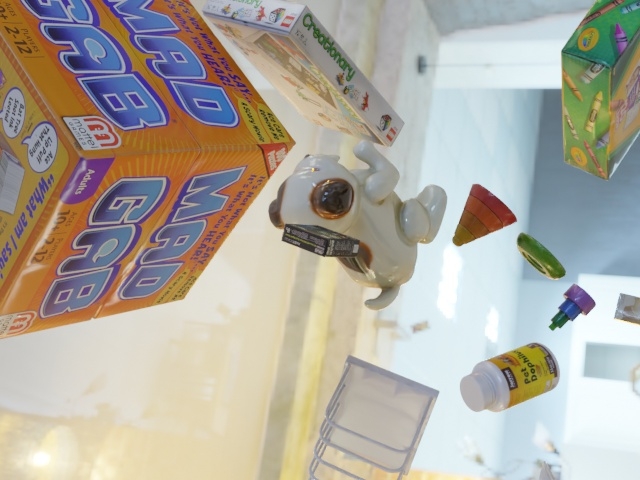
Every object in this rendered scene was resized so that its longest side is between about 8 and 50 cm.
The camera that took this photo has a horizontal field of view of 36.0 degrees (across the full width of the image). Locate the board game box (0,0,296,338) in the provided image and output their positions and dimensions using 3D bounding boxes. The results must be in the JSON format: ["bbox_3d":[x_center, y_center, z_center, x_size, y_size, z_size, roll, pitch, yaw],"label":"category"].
[{"bbox_3d":[-0.333,-0.130,1.372,0.356,0.356,0.356,-10,-33,-48],"label":"board game box"}]

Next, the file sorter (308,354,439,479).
[{"bbox_3d":[0.092,0.406,1.956,0.173,0.193,0.277,-59,-14,-45],"label":"file sorter"}]

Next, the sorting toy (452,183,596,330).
[{"bbox_3d":[0.403,0.050,2.026,0.126,0.365,0.127,-45,8,-3],"label":"sorting toy"}]

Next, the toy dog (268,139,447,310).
[{"bbox_3d":[0.059,-0.055,2.422,0.408,0.285,0.395,30,-112,-41],"label":"toy dog"}]

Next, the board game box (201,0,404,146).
[{"bbox_3d":[-0.021,-0.258,1.490,0.053,0.193,0.305,-59,-41,-9],"label":"board game box"}]

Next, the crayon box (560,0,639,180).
[{"bbox_3d":[0.433,-0.237,1.460,0.165,0.081,0.278,-53,-29,-17],"label":"crayon box"}]

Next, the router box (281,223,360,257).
[{"bbox_3d":[0.000,0.000,1.886,0.092,0.122,0.038,1,-76,-47],"label":"router box"}]

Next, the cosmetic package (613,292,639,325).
[{"bbox_3d":[0.676,0.151,2.056,0.041,0.115,0.060,31,-108,-73],"label":"cosmetic package"}]

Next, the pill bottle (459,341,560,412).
[{"bbox_3d":[0.417,0.307,2.178,0.215,0.117,0.117,-16,-68,-29],"label":"pill bottle"}]

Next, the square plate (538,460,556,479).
[{"bbox_3d":[0.468,0.611,1.693,0.347,0.049,0.344,61,-168,-22],"label":"square plate"}]
